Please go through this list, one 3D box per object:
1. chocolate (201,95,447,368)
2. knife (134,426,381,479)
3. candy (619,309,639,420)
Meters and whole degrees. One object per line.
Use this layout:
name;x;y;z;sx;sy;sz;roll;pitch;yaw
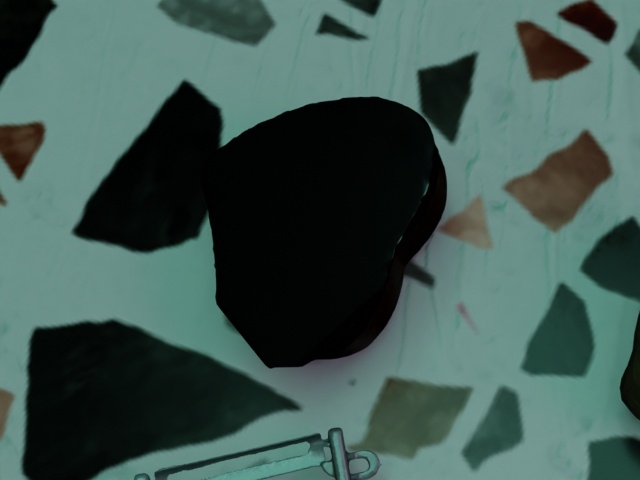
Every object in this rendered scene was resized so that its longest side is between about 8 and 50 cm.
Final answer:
chocolate;0.000;0.000;0.950;0.125;0.080;0.148;19;81;27
knife;-0.002;0.233;0.877;0.123;0.053;0.278;-14;69;-1
candy;0.263;0.067;0.861;0.234;0.102;0.104;16;88;12
